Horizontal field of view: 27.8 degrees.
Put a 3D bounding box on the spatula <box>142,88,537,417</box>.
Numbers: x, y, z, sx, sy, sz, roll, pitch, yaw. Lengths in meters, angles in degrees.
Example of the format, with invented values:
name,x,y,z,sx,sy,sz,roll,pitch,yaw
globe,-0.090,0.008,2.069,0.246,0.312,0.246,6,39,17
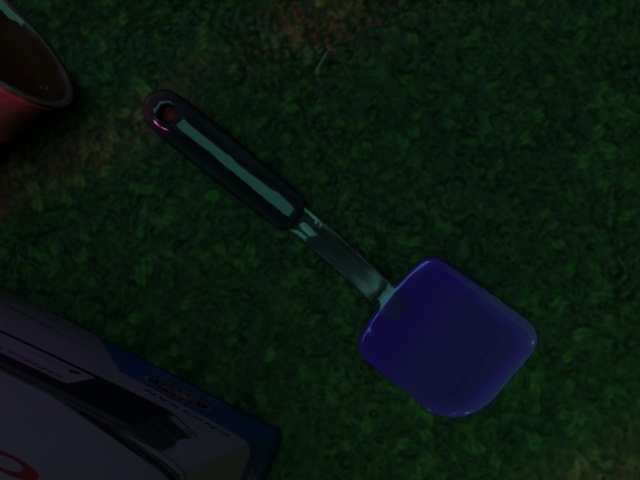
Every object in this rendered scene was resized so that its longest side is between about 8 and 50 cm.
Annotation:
name,x,y,z,sx,sy,sz,roll,pitch,yaw
spatula,0.000,0.000,0.825,0.296,0.030,0.084,39,96,10

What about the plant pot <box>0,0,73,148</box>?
name,x,y,z,sx,sy,sz,roll,pitch,yaw
plant pot,-0.274,-0.087,0.824,0.165,0.167,0.167,-45,80,13

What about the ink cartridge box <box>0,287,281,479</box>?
name,x,y,z,sx,sy,sz,roll,pitch,yaw
ink cartridge box,-0.213,0.125,0.671,0.285,0.395,0.166,25,92,10
